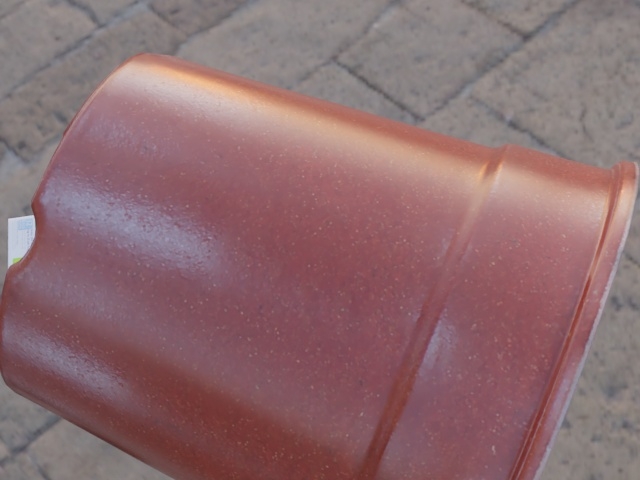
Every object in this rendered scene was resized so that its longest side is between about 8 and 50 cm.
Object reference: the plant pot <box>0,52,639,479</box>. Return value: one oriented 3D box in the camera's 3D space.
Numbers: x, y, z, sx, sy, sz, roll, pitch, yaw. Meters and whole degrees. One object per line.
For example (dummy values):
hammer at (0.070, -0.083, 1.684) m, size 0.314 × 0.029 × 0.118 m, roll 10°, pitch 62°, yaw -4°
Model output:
plant pot at (-0.008, 0.036, 0.653) m, size 0.265 × 0.272 × 0.272 m, roll 22°, pitch 59°, yaw 6°

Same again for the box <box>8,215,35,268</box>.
box at (-0.433, 0.064, 1.947) m, size 0.114 × 0.103 × 0.203 m, roll -9°, pitch 55°, yaw -4°
